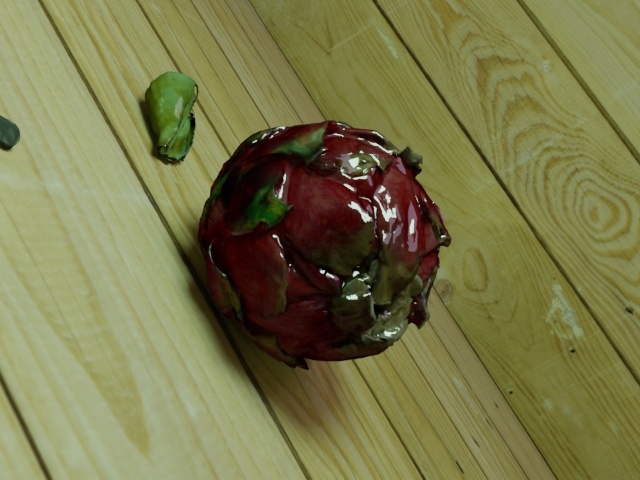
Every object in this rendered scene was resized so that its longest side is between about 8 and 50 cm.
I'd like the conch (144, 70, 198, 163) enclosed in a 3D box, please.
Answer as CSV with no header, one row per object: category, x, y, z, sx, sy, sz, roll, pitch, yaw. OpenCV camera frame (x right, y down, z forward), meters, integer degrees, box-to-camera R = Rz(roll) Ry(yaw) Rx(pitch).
conch,-0.221,-0.195,1.035,0.095,0.079,0.201,55,26,-57

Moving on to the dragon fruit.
dragon fruit,-0.001,-0.002,0.870,0.329,0.329,0.329,49,16,-20

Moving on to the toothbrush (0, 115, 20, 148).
toothbrush,-0.375,-0.154,0.570,0.297,0.030,0.030,37,49,-53
